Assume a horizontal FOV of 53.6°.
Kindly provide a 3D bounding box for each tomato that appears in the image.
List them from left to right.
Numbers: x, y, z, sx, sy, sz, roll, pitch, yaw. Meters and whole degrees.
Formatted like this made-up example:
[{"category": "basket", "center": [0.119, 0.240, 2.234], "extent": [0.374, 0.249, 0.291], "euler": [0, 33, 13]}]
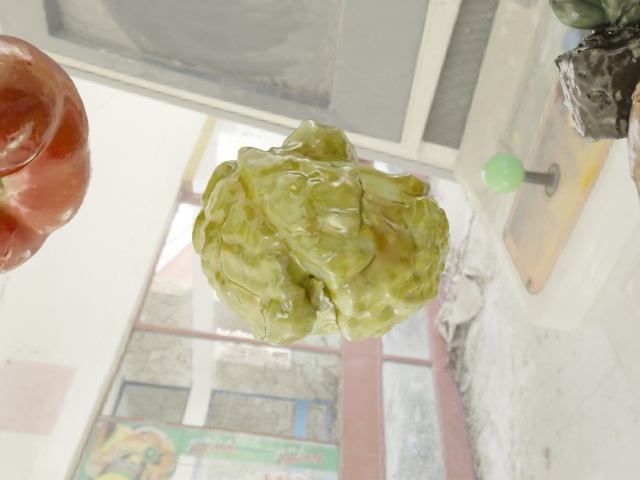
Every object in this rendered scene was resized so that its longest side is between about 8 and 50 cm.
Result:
[{"category": "tomato", "center": [-0.350, -0.079, 0.602], "extent": [0.260, 0.180, 0.259], "euler": [-36, -30, -25]}]

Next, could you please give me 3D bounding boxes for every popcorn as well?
[{"category": "popcorn", "center": [0.000, 0.000, 0.620], "extent": [0.255, 0.256, 0.195], "euler": [-84, -2, -56]}]

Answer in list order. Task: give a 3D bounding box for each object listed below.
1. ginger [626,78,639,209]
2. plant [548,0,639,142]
[{"category": "ginger", "center": [0.453, -0.087, 0.680], "extent": [0.254, 0.418, 0.176], "euler": [-48, 43, -5]}, {"category": "plant", "center": [0.345, -0.257, 0.747], "extent": [0.146, 0.149, 0.274], "euler": [-112, 2, -67]}]
